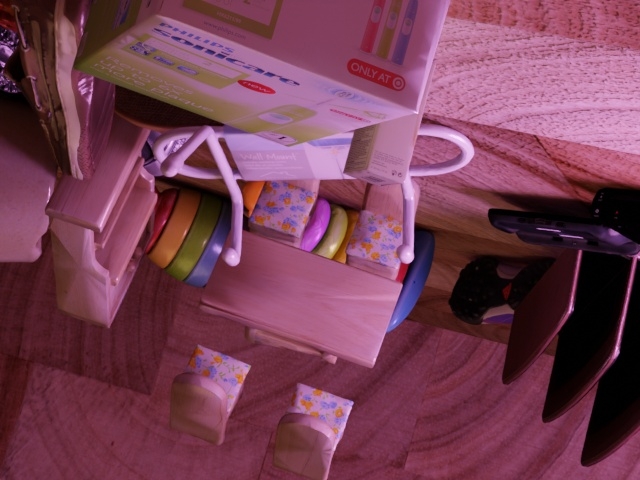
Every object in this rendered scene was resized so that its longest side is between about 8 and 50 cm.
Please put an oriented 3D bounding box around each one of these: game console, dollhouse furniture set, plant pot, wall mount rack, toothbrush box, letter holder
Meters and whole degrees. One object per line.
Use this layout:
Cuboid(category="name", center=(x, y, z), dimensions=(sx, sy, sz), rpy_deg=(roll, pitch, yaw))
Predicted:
Cuboid(category="game console", center=(0.338, -0.013, 1.844), dimensions=(0.213, 0.044, 0.361), rpy_deg=(25, 168, -40))
Cuboid(category="dollhouse furniture set", center=(-0.103, 0.021, 1.895), dimensions=(0.394, 0.362, 0.256), rpy_deg=(18, 149, 6))
Cuboid(category="plant pot", center=(-0.532, -0.096, 2.238), dimensions=(0.305, 0.334, 0.334), rpy_deg=(7, 175, -16))
Cuboid(category="wall mount rack", center=(-0.020, -0.067, 1.666), dimensions=(0.350, 0.131, 0.304), rpy_deg=(-1, 158, 9))
Cuboid(category="toothbrush box", center=(-0.053, -0.170, 1.244), dimensions=(0.206, 0.122, 0.283), rpy_deg=(19, 171, -20))
Cuboid(category="letter holder", center=(0.344, 0.155, 2.093), dimensions=(0.152, 0.214, 0.302), rpy_deg=(18, 156, -3))

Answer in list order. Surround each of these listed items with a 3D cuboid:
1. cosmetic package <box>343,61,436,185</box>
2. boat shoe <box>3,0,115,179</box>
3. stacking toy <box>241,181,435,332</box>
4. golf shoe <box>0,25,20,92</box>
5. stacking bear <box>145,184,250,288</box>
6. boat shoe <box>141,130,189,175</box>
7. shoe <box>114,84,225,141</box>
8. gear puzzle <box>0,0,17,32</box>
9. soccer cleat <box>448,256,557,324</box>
Cuboid(category="cosmetic package", center=(0.062, -0.110, 1.449), dimensions=(0.041, 0.115, 0.060), rpy_deg=(18, 173, -20))
Cuboid(category="boat shoe", center=(-0.258, -0.166, 1.566), dimensions=(0.095, 0.095, 0.257), rpy_deg=(14, 138, 6))
Cuboid(category="stacking toy", center=(0.000, 0.000, 2.347), dimensions=(0.301, 0.175, 0.165), rpy_deg=(33, 163, -27))
Cuboid(category="golf shoe", center=(-0.333, -0.199, 1.769), dimensions=(0.094, 0.077, 0.198), rpy_deg=(19, -179, 42))
Cuboid(category="stacking bear", center=(-0.233, -0.018, 2.643), dimensions=(0.289, 0.175, 0.164), rpy_deg=(26, 173, -12))
Cuboid(category="boat shoe", center=(-0.281, -0.125, 2.106), dimensions=(0.105, 0.113, 0.306), rpy_deg=(27, 166, -26))
Cuboid(category="shoe", center=(-0.135, -0.142, 1.782), dimensions=(0.219, 0.077, 0.058), rpy_deg=(13, 166, 12))
Cuboid(category="gear puzzle", center=(-0.341, -0.245, 1.602), dimensions=(0.338, 0.044, 0.175), rpy_deg=(19, 172, -16))
Cuboid(category="soccer cleat", center=(0.306, 0.088, 2.399), dimensions=(0.116, 0.109, 0.318), rpy_deg=(24, 166, -24))
